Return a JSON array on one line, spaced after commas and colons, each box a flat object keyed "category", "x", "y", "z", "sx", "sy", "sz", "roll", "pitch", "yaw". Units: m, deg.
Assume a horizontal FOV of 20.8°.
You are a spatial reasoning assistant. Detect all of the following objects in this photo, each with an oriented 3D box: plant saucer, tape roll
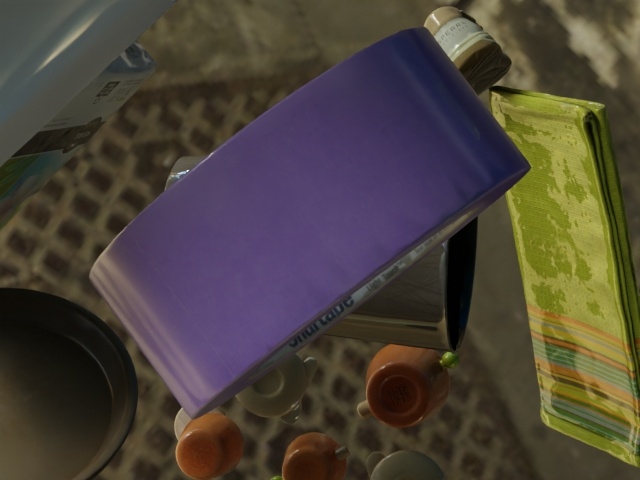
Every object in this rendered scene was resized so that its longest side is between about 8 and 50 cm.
[{"category": "plant saucer", "x": -0.317, "y": 0.161, "z": 1.706, "sx": 0.277, "sy": 0.041, "sz": 0.278, "roll": 2, "pitch": 48, "yaw": -2}, {"category": "tape roll", "x": -0.004, "y": -0.007, "z": 0.778, "sx": 0.189, "sy": 0.189, "sz": 0.080, "roll": -32, "pitch": 85, "yaw": -43}]

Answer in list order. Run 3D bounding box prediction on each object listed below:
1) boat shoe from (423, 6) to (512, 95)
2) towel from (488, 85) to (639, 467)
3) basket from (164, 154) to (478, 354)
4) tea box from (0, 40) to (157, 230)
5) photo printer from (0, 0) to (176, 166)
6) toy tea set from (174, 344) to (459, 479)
[{"category": "boat shoe", "x": 0.089, "y": -0.118, "z": 1.104, "sx": 0.050, "sy": 0.135, "sz": 0.045, "roll": -37, "pitch": 81, "yaw": -1}, {"category": "towel", "x": 0.154, "y": 0.023, "z": 1.078, "sx": 0.021, "sy": 0.102, "sz": 0.237, "roll": -26, "pitch": 114, "yaw": -30}, {"category": "basket", "x": 0.000, "y": 0.000, "z": 1.360, "sx": 0.226, "sy": 0.154, "sz": 0.204, "roll": 3, "pitch": 23, "yaw": 12}, {"category": "tea box", "x": -0.382, "y": -0.132, "z": 1.686, "sx": 0.220, "sy": 0.323, "sz": 0.329, "roll": 48, "pitch": 15, "yaw": 4}, {"category": "photo printer", "x": -0.136, "y": -0.186, "z": 0.678, "sx": 0.256, "sy": 0.307, "sz": 0.107, "roll": 50, "pitch": -6, "yaw": -33}, {"category": "toy tea set", "x": 0.000, "y": 0.203, "z": 1.982, "sx": 0.336, "sy": 0.200, "sz": 0.124, "roll": 7, "pitch": 7, "yaw": 9}]
